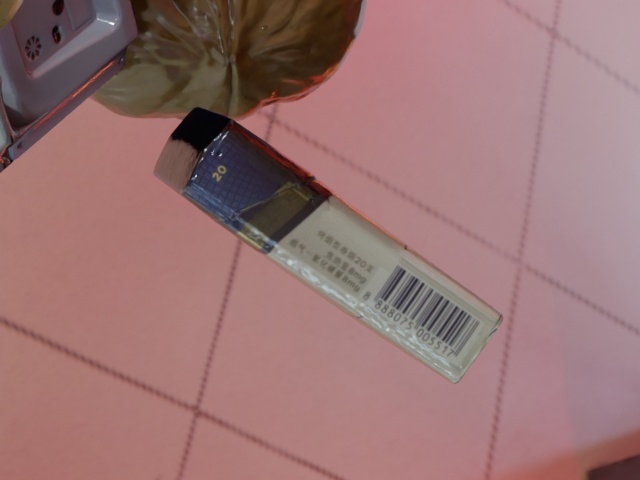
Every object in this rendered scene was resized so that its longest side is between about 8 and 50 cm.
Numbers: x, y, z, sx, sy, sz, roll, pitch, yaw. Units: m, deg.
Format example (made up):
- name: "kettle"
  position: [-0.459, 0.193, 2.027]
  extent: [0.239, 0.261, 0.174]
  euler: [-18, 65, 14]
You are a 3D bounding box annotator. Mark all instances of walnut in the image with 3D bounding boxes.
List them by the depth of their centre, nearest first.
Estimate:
- name: "walnut"
  position: [-0.131, -0.288, 1.559]
  extent: [0.354, 0.308, 0.398]
  euler: [-19, 41, -9]

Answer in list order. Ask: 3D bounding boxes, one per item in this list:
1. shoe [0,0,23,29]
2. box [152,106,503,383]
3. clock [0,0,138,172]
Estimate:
- name: "shoe"
  position: [-0.229, -0.102, 0.630]
  extent: [0.262, 0.140, 0.128]
  euler: [-32, 130, -5]
- name: "box"
  position: [0.000, 0.000, 1.158]
  extent: [0.259, 0.168, 0.071]
  euler: [37, 89, -17]
- name: "clock"
  position: [-0.247, -0.197, 1.235]
  extent: [0.186, 0.083, 0.253]
  euler: [-49, 142, -38]
